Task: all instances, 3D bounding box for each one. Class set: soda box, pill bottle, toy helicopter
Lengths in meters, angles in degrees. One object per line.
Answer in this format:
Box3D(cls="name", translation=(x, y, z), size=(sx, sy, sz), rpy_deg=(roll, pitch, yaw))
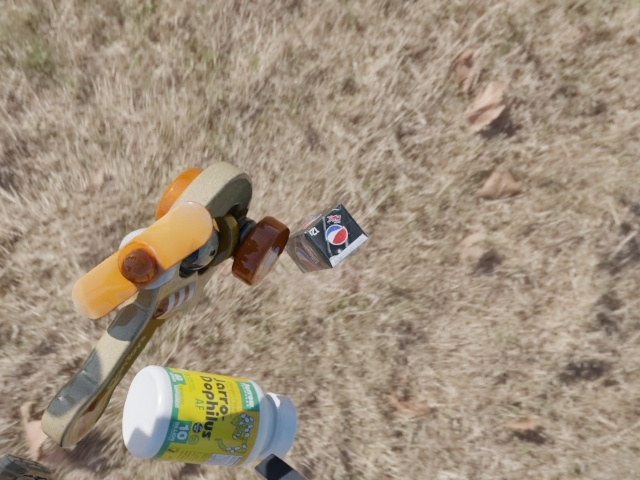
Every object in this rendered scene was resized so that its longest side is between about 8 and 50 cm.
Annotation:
Box3D(cls="soda box", translation=(0.000, 0.000, 1.148), size=(0.060, 0.169, 0.053), rpy_deg=(-40, 95, -12))
Box3D(cls="pill bottle", translation=(-0.141, 0.234, 1.251), size=(0.208, 0.117, 0.118), rpy_deg=(14, 78, -32))
Box3D(cls="toy helicopter", translation=(-0.186, 0.068, 1.028), size=(0.140, 0.235, 0.355), rpy_deg=(33, 84, 9))

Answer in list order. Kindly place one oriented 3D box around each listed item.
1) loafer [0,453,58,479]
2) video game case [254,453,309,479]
Box3D(cls="loafer", translation=(-0.319, 0.295, 1.053), size=(0.076, 0.223, 0.078), rpy_deg=(24, 78, -27))
Box3D(cls="video game case", translation=(0.031, 0.358, 1.067), size=(0.035, 0.275, 0.248), rpy_deg=(-37, 93, -13))
